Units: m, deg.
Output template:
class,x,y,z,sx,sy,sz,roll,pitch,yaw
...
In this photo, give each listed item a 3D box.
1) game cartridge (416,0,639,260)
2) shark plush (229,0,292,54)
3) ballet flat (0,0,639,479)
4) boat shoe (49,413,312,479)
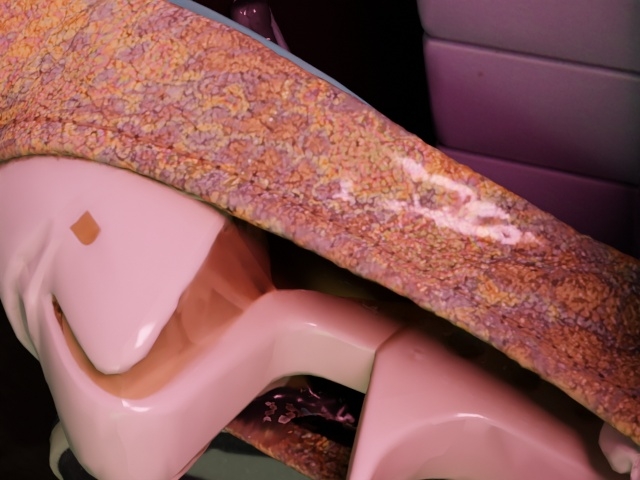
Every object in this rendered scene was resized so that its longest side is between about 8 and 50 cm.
class,x,y,z,sx,sy,sz,roll,pitch,yaw
game cartridge,0.190,-0.021,0.290,0.355,0.068,0.230,13,139,21
shark plush,0.000,0.000,0.455,0.161,0.073,0.067,51,170,-37
ballet flat,0.008,0.034,0.350,0.348,0.123,0.123,27,147,16
boat shoe,0.103,0.210,0.565,0.500,0.156,0.187,33,147,-5
